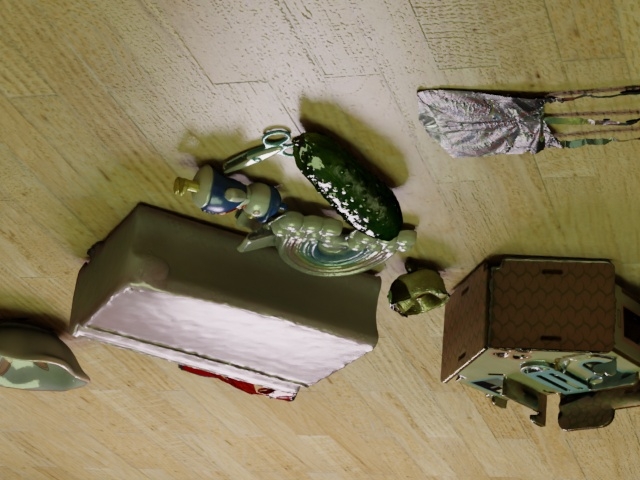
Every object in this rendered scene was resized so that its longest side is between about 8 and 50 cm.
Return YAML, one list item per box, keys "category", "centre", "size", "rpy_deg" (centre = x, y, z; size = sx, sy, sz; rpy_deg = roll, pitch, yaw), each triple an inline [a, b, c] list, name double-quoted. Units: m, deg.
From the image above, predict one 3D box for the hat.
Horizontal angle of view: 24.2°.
- category: "hat"
  centre: [0.128, 0.063, 1.987]
  size: [0.076, 0.059, 0.077]
  rpy_deg: [-20, 154, 17]

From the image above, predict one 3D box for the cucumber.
- category: "cucumber"
  centre: [0.031, -0.065, 1.721]
  size: [0.069, 0.069, 0.227]
  rpy_deg: [-9, 148, 31]

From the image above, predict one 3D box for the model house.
- category: "model house"
  centre: [0.301, 0.132, 1.963]
  size: [0.326, 0.169, 0.244]
  rpy_deg: [-13, 147, 39]

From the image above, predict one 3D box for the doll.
- category: "doll"
  centre: [-0.104, -0.055, 1.790]
  size: [0.143, 0.058, 0.099]
  rpy_deg: [11, -177, -25]

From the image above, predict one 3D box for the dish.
- category: "dish"
  centre: [-0.476, 0.176, 2.378]
  size: [0.229, 0.081, 0.229]
  rpy_deg: [5, 160, 2]

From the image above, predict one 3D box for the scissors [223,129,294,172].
- category: "scissors"
  centre: [-0.069, -0.099, 1.726]
  size: [0.119, 0.014, 0.058]
  rpy_deg: [-20, 144, 39]

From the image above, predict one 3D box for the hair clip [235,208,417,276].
- category: "hair clip"
  centre: [0.000, 0.000, 1.900]
  size: [0.220, 0.054, 0.140]
  rpy_deg: [10, 150, -16]

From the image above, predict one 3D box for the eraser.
- category: "eraser"
  centre: [-0.134, 0.091, 2.043]
  size: [0.359, 0.122, 0.272]
  rpy_deg: [17, 155, -23]

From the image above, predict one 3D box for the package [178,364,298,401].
- category: "package"
  centre: [-0.114, 0.216, 2.385]
  size: [0.194, 0.071, 0.269]
  rpy_deg: [28, 156, -11]

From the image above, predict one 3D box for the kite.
- category: "kite"
  centre: [0.245, -0.126, 1.581]
  size: [0.285, 0.015, 0.152]
  rpy_deg: [-3, 155, 21]
